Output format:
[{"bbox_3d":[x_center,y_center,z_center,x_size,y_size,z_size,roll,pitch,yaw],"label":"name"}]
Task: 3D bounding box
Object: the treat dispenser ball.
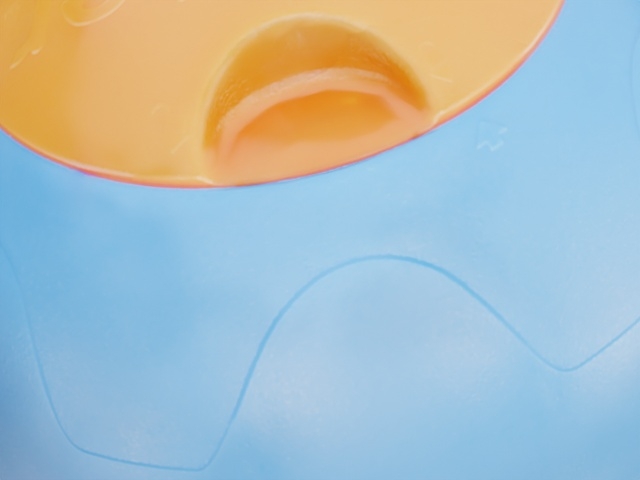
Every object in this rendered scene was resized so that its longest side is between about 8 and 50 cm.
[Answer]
[{"bbox_3d":[0.000,0.000,0.598,0.288,0.288,0.288,8,61,-15],"label":"treat dispenser ball"}]
